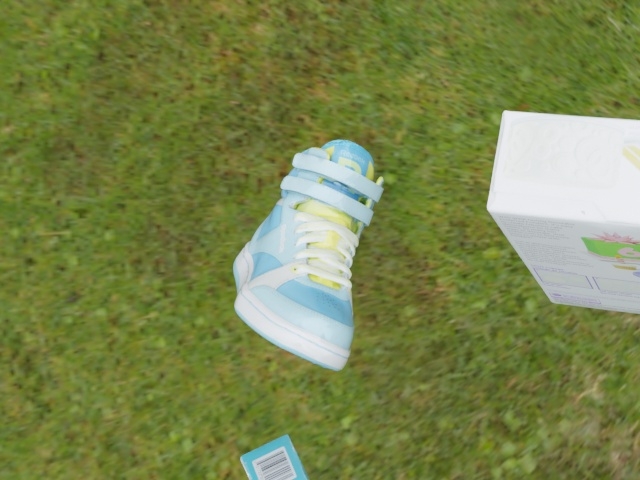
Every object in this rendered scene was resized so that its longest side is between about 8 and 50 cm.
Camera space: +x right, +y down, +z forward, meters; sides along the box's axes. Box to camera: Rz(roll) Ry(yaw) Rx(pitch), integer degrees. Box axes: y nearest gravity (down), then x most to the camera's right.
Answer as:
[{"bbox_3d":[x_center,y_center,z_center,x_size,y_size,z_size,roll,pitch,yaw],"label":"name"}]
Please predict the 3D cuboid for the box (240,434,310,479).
[{"bbox_3d":[-0.008,0.338,1.501,0.060,0.100,0.244,-25,121,-4],"label":"box"}]

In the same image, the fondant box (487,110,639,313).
[{"bbox_3d":[0.304,-0.010,1.243,0.238,0.330,0.096,6,77,21],"label":"fondant box"}]

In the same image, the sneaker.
[{"bbox_3d":[0.000,0.000,1.488,0.127,0.319,0.208,26,101,-20],"label":"sneaker"}]
